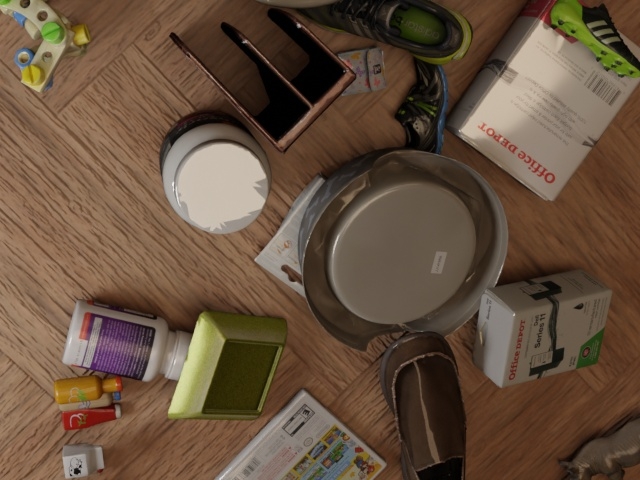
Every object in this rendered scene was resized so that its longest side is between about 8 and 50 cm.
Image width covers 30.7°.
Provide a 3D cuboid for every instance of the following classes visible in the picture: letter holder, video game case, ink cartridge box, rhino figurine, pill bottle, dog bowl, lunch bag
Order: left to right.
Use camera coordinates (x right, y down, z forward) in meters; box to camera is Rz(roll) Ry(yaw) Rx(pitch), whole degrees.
[{"bbox_3d":[-0.307,0.166,1.866,0.194,0.108,0.108,14,100,-12],"label":"pill bottle"},{"bbox_3d":[-0.158,-0.102,1.743,0.162,0.278,0.162,-2,103,-10],"label":"pill bottle"},{"bbox_3d":[-0.097,-0.271,1.703,0.152,0.302,0.214,-46,105,2],"label":"letter holder"},{"bbox_3d":[-0.034,0.400,2.006,0.206,0.026,0.227,43,92,-15],"label":"video game case"},{"bbox_3d":[0.000,0.000,1.919,0.145,0.045,0.179,37,101,-16],"label":"ink cartridge box"},{"bbox_3d":[0.063,-0.272,1.860,0.083,0.053,0.071,-9,105,-17],"label":"lunch bag"},{"bbox_3d":[0.122,0.009,1.866,0.349,0.102,0.348,-9,118,-17],"label":"dog bowl"},{"bbox_3d":[0.367,0.145,1.936,0.208,0.087,0.153,-10,121,-26],"label":"ink cartridge box"},{"bbox_3d":[0.362,-0.237,1.881,0.207,0.117,0.283,35,94,-15],"label":"ink cartridge box"},{"bbox_3d":[0.517,0.391,2.070,0.243,0.073,0.106,-27,109,-1],"label":"rhino figurine"}]

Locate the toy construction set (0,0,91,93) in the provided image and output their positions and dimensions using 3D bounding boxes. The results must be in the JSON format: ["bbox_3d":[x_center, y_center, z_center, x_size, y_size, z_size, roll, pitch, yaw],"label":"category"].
[{"bbox_3d":[-0.342,-0.382,1.717,0.328,0.151,0.215,-33,81,-9],"label":"toy construction set"}]

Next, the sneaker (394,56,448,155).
[{"bbox_3d":[0.161,-0.215,1.879,0.078,0.067,0.188,-2,106,-15],"label":"sneaker"}]

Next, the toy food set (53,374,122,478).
[{"bbox_3d":[-0.364,0.314,1.887,0.105,0.111,0.232,-6,109,-9],"label":"toy food set"}]

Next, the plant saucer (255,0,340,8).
[{"bbox_3d":[-0.011,-0.535,1.715,0.401,0.100,0.400,0,91,21],"label":"plant saucer"}]

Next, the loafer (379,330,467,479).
[{"bbox_3d":[0.193,0.312,1.926,0.134,0.130,0.366,-18,122,-6],"label":"loafer"}]

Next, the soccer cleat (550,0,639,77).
[{"bbox_3d":[0.434,-0.318,1.789,0.179,0.060,0.072,35,79,-14],"label":"soccer cleat"}]

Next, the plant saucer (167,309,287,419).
[{"bbox_3d":[-0.137,0.214,1.888,0.188,0.045,0.188,10,102,-45],"label":"plant saucer"}]

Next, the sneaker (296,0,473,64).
[{"bbox_3d":[0.089,-0.357,1.788,0.300,0.121,0.111,17,97,7],"label":"sneaker"}]
